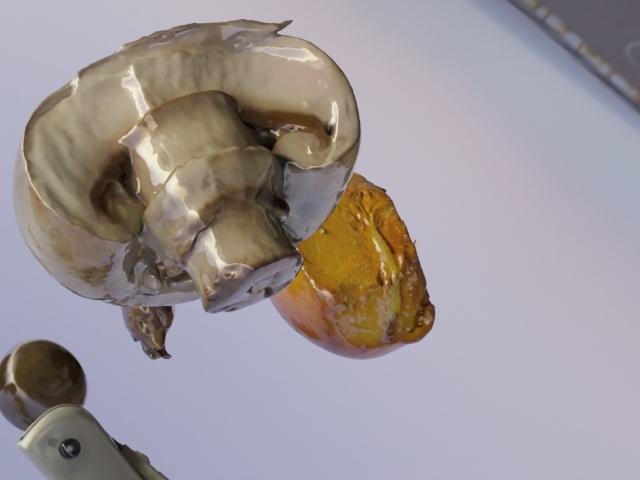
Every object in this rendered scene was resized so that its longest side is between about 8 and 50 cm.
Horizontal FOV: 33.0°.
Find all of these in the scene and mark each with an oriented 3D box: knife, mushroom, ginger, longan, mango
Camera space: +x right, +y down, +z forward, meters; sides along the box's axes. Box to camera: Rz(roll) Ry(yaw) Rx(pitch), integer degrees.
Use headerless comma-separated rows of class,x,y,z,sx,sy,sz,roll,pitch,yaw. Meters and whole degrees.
knife,-0.119,0.226,0.826,0.265,0.073,0.040,48,173,-12
mushroom,-0.089,-0.026,0.796,0.195,0.254,0.189,59,162,20
ginger,-0.213,0.064,1.236,0.290,0.084,0.122,96,162,-70
longan,-0.302,0.153,1.168,0.106,0.106,0.119,30,-159,-28
mango,0.000,0.000,1.320,0.201,0.199,0.350,35,-170,-42

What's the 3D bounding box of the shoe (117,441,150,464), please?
shoe,-0.378,0.481,1.886,0.172,0.198,0.351,26,-178,-23
